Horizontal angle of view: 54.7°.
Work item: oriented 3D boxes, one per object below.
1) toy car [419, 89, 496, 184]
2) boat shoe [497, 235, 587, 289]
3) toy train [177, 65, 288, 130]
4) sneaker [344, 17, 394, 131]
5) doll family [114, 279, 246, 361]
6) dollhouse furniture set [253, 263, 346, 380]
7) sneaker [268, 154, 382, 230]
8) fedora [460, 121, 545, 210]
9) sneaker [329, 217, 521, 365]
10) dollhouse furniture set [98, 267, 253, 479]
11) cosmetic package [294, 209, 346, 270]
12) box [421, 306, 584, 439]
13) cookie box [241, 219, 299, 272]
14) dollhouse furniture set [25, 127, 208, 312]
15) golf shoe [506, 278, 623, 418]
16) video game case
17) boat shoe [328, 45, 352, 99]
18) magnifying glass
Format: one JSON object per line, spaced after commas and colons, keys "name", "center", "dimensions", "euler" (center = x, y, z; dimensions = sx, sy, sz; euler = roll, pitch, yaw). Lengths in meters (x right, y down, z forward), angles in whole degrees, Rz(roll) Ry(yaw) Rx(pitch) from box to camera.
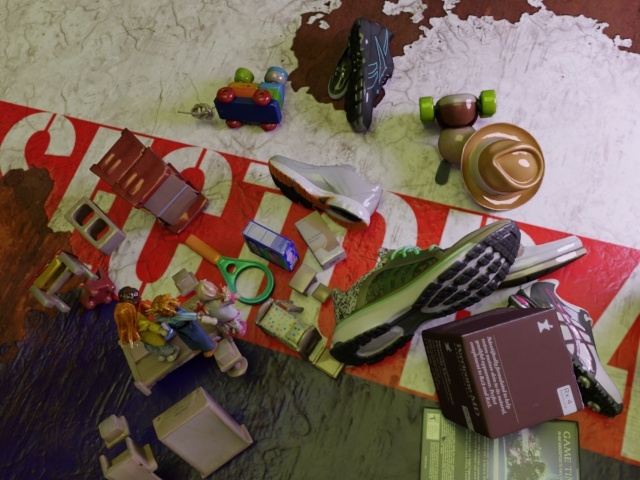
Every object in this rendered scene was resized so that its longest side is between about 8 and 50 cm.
{"name": "toy car", "center": [0.295, -0.215, 1.324], "dimensions": [0.155, 0.149, 0.189], "euler": [-4, 96, 12]}
{"name": "boat shoe", "center": [0.353, 0.038, 1.193], "dimensions": [0.302, 0.113, 0.103], "euler": [-18, 71, 2]}
{"name": "toy train", "center": [-0.202, -0.349, 1.461], "dimensions": [0.247, 0.105, 0.143], "euler": [7, 58, 12]}
{"name": "sneaker", "center": [0.119, -0.376, 1.413], "dimensions": [0.106, 0.101, 0.268], "euler": [7, 82, -21]}
{"name": "doll family", "center": [-0.266, 0.148, 1.094], "dimensions": [0.262, 0.163, 0.118], "euler": [-7, 47, 22]}
{"name": "dollhouse furniture set", "center": [-0.007, 0.149, 1.211], "dimensions": [0.181, 0.101, 0.161], "euler": [29, 75, 19]}
{"name": "sneaker", "center": [0.012, -0.126, 1.338], "dimensions": [0.262, 0.099, 0.121], "euler": [30, 68, 12]}
{"name": "fedora", "center": [0.380, -0.149, 1.243], "dimensions": [0.194, 0.079, 0.194], "euler": [-1, 95, -14]}
{"name": "sneaker", "center": [0.166, 0.058, 1.142], "dimensions": [0.410, 0.158, 0.182], "euler": [-34, 51, 16]}
{"name": "dollhouse furniture set", "center": [-0.295, 0.281, 1.232], "dimensions": [0.303, 0.174, 0.355], "euler": [-35, 43, -7]}
{"name": "cosmetic package", "center": [0.000, 0.000, 1.306], "dimensions": [0.060, 0.041, 0.115], "euler": [-33, 66, -5]}
{"name": "box", "center": [0.295, 0.212, 1.043], "dimensions": [0.167, 0.203, 0.169], "euler": [-14, 86, -10]}
{"name": "cookie box", "center": [-0.104, 0.013, 1.291], "dimensions": [0.107, 0.092, 0.040], "euler": [27, 71, 19]}
{"name": "dollhouse furniture set", "center": [-0.440, -0.025, 1.313], "dimensions": [0.152, 0.201, 0.374], "euler": [39, 85, 21]}
{"name": "golf shoe", "center": [0.461, 0.186, 1.121], "dimensions": [0.120, 0.105, 0.273], "euler": [-31, 66, -12]}
{"name": "video game case", "center": [0.314, 0.407, 1.093], "dimensions": [0.274, 0.026, 0.196], "euler": [3, 68, 10]}
{"name": "boat shoe", "center": [0.051, -0.401, 1.466], "dimensions": [0.049, 0.040, 0.142], "euler": [16, 71, 15]}
{"name": "magnifying glass", "center": [-0.197, 0.056, 1.325], "dimensions": [0.231, 0.026, 0.092], "euler": [32, 76, 21]}
